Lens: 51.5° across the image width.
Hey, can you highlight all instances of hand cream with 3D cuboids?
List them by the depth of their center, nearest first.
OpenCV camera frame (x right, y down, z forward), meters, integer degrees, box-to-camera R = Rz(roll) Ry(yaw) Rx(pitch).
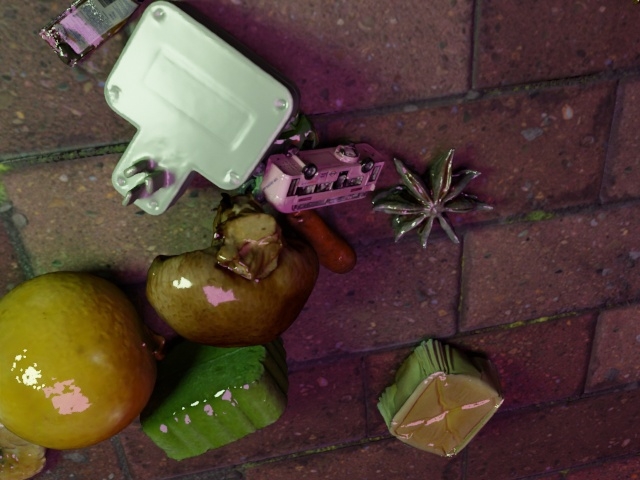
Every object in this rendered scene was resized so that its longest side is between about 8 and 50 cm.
[{"bbox_3d":[-0.291,-0.299,0.879,0.163,0.039,0.062,-30,125,14],"label":"hand cream"}]

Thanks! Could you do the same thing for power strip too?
[{"bbox_3d":[-0.188,-0.155,0.898,0.229,0.141,0.261,36,110,-6],"label":"power strip"}]

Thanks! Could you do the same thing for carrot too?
[{"bbox_3d":[0.000,0.000,1.094,0.060,0.060,0.186,-36,136,11],"label":"carrot"}]

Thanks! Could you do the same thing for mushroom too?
[{"bbox_3d":[-0.127,0.057,0.994,0.263,0.195,0.283,-7,146,-11],"label":"mushroom"}]

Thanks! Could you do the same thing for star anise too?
[{"bbox_3d":[0.182,-0.074,1.104,0.204,0.061,0.181,-17,123,-2],"label":"star anise"}]

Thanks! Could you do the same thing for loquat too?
[{"bbox_3d":[-0.374,0.185,1.023,0.274,0.275,0.275,-6,122,-9],"label":"loquat"}]

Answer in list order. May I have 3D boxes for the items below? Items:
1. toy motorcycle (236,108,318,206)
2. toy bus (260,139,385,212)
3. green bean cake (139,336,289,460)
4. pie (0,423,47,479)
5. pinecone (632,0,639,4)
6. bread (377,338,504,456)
[{"bbox_3d":[-0.062,-0.131,1.016,0.106,0.074,0.190,6,120,-26],"label":"toy motorcycle"},{"bbox_3d":[0.004,-0.098,1.001,0.203,0.063,0.090,-14,137,-38],"label":"toy bus"},{"bbox_3d":[-0.180,0.241,1.126,0.248,0.222,0.125,-25,121,8],"label":"green bean cake"},{"bbox_3d":[-0.600,0.389,1.225,0.218,0.052,0.185,-39,127,15],"label":"pie"},{"bbox_3d":[0.472,-0.394,0.955,0.109,0.102,0.102,24,114,-13],"label":"pinecone"},{"bbox_3d":[0.239,0.311,1.329,0.192,0.110,0.210,22,114,-17],"label":"bread"}]
